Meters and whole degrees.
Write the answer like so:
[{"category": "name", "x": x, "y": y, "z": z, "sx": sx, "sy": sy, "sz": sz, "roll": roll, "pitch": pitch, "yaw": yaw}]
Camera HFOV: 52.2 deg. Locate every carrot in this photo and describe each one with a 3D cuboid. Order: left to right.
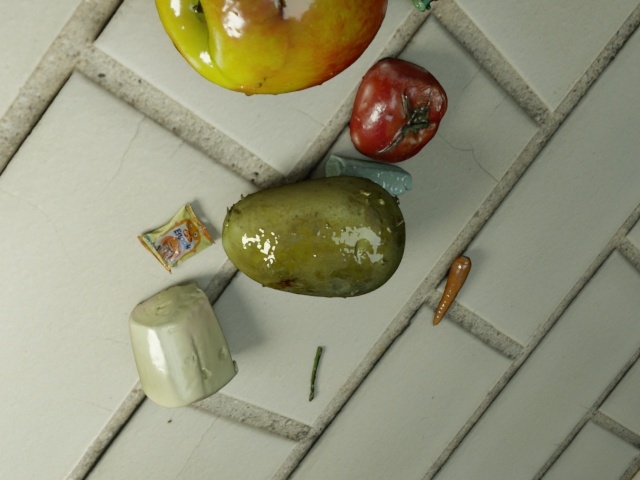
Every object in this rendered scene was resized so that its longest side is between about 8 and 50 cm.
[{"category": "carrot", "x": 0.334, "y": 0.133, "z": 1.680, "sx": 0.048, "sy": 0.048, "sz": 0.216, "roll": 5, "pitch": 117, "yaw": -30}]

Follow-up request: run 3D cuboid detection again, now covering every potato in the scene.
[{"category": "potato", "x": -0.014, "y": 0.000, "z": 1.306, "sx": 0.359, "sy": 0.219, "sz": 0.270, "roll": -2, "pitch": 138, "yaw": -2}]

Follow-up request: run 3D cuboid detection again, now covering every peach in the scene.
[{"category": "peach", "x": -0.072, "y": -0.402, "z": 1.025, "sx": 0.370, "sy": 0.370, "sz": 0.370, "roll": -12, "pitch": 119, "yaw": -23}]

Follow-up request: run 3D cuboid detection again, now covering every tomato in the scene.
[{"category": "tomato", "x": 0.176, "y": -0.263, "z": 1.362, "sx": 0.227, "sy": 0.101, "sz": 0.228, "roll": -14, "pitch": 121, "yaw": -25}]

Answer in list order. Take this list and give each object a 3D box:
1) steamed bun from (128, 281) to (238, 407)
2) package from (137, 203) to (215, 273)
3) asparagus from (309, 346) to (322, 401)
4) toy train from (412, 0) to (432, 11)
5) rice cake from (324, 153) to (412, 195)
[{"category": "steamed bun", "x": -0.293, "y": 0.207, "z": 1.322, "sx": 0.200, "sy": 0.170, "sz": 0.226, "roll": -28, "pitch": 112, "yaw": -52}, {"category": "package", "x": -0.281, "y": 0.000, "z": 1.285, "sx": 0.120, "sy": 0.031, "sz": 0.108, "roll": -35, "pitch": 126, "yaw": -9}, {"category": "asparagus", "x": -0.014, "y": 0.333, "z": 1.604, "sx": 0.016, "sy": 0.016, "sz": 0.163, "roll": -13, "pitch": 120, "yaw": -44}, {"category": "toy train", "x": 0.231, "y": -0.529, "z": 1.277, "sx": 0.176, "sy": 0.074, "sz": 0.118, "roll": -50, "pitch": 130, "yaw": -1}, {"category": "rice cake", "x": 0.100, "y": -0.140, "z": 1.402, "sx": 0.206, "sy": 0.069, "sz": 0.063, "roll": 7, "pitch": 112, "yaw": -28}]
